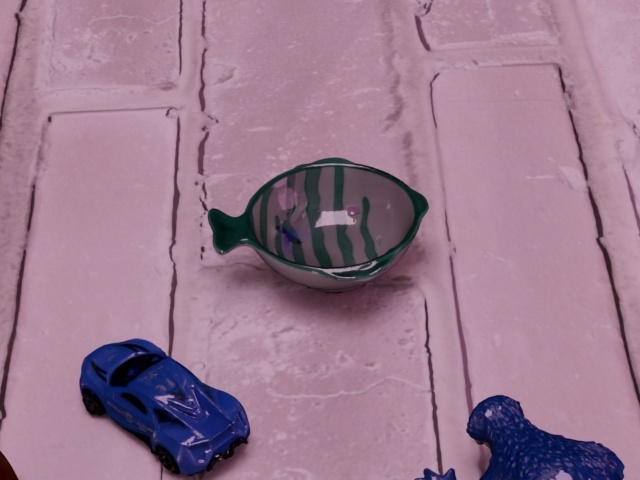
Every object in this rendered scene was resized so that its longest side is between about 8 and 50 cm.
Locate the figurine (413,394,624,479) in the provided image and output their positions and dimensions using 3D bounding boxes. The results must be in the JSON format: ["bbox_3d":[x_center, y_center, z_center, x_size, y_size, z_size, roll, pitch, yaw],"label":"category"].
[{"bbox_3d":[0.211,0.230,1.680,0.164,0.120,0.262,-29,44,-23],"label":"figurine"}]

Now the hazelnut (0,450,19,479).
[{"bbox_3d":[-0.363,0.259,1.673,0.170,0.160,0.201,-34,85,-16],"label":"hazelnut"}]

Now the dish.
[{"bbox_3d":[0.000,0.000,2.002,0.246,0.078,0.224,-7,40,-7],"label":"dish"}]

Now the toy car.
[{"bbox_3d":[-0.165,0.160,1.831,0.103,0.063,0.216,-34,49,-31],"label":"toy car"}]
